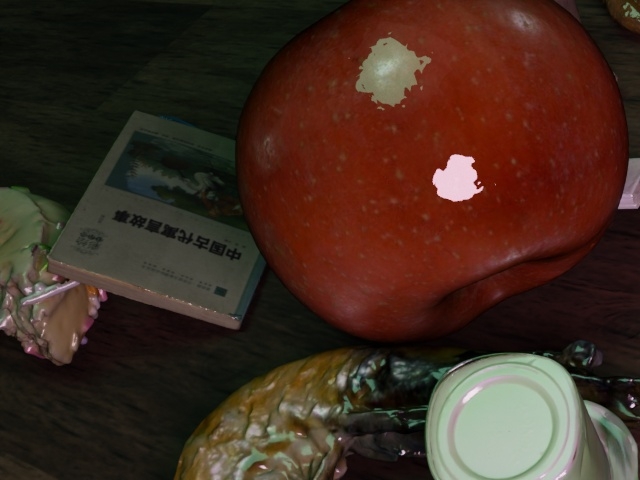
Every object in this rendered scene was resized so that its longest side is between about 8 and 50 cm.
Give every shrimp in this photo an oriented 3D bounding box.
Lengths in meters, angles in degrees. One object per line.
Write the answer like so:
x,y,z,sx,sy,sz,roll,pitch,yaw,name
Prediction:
0.060,0.181,1.343,0.445,0.085,0.272,-14,40,27,shrimp

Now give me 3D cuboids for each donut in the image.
-0.413,0.082,1.849,0.371,0.150,0.307,-26,31,6,donut

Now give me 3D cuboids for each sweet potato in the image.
0.326,-0.307,1.856,0.314,0.066,0.072,-106,37,-59,sweet potato

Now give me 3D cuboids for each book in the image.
-0.146,-0.029,1.785,0.215,0.025,0.282,17,40,2,book

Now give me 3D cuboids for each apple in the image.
0.097,-0.069,1.456,0.349,0.348,0.277,-28,71,6,apple

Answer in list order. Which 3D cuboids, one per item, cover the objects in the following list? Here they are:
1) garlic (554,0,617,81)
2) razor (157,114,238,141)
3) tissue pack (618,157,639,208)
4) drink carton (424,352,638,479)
0.216,-0.214,1.730,0.212,0.218,0.218,24,55,22,garlic
-0.144,-0.115,2.020,0.253,0.042,0.082,24,100,57,razor
0.259,-0.052,1.568,0.108,0.023,0.056,0,42,43,tissue pack
0.144,0.156,1.180,0.144,0.142,0.146,-4,61,16,drink carton
